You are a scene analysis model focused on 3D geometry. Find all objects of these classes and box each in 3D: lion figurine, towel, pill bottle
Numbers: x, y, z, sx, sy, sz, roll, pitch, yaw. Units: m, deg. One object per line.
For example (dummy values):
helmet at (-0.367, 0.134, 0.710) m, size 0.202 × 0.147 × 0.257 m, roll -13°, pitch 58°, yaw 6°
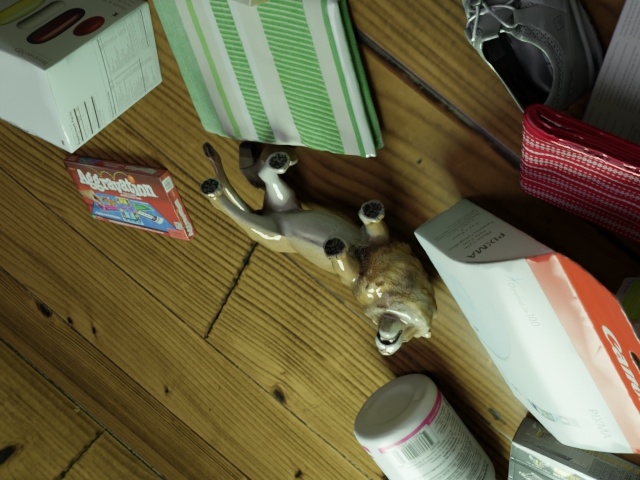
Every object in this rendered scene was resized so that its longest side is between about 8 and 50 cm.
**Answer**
lion figurine at (0.000, 0.000, 1.228) m, size 0.392 × 0.142 × 0.240 m, roll 35°, pitch 168°, yaw 26°
towel at (-0.075, -0.234, 1.128) m, size 0.324 × 0.038 × 0.248 m, roll 13°, pitch 135°, yaw 38°
pill bottle at (0.196, 0.379, 1.422) m, size 0.160 × 0.160 × 0.283 m, roll -14°, pitch 117°, yaw 51°
towel at (0.293, -0.049, 0.846) m, size 0.198 × 0.031 × 0.275 m, roll 28°, pitch 176°, yaw 16°

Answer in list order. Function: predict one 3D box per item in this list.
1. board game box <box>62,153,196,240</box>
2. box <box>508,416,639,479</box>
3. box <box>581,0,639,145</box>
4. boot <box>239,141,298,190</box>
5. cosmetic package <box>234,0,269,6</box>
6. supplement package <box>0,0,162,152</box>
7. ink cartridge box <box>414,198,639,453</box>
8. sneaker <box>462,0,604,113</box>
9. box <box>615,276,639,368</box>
board game box at (-0.364, -0.084, 1.580) m, size 0.281 × 0.027 × 0.145 m, roll 12°, pitch 134°, yaw 37°
box at (0.412, 0.394, 1.319) m, size 0.231 × 0.056 × 0.183 m, roll 20°, pitch 140°, yaw 28°
box at (0.310, -0.201, 0.761) m, size 0.067 × 0.063 × 0.324 m, roll 28°, pitch 143°, yaw 21°
boot at (-0.074, -0.107, 1.265) m, size 0.118 × 0.042 × 0.087 m, roll 18°, pitch 146°, yaw 32°
cosmetic package at (-0.087, -0.342, 0.986) m, size 0.060 × 0.041 × 0.115 m, roll 28°, pitch 127°, yaw 24°
supplement package at (-0.381, -0.272, 1.234) m, size 0.194 × 0.203 × 0.149 m, roll 25°, pitch 142°, yaw 22°
ink cartridge box at (0.272, 0.135, 0.971) m, size 0.308 × 0.091 × 0.385 m, roll 57°, pitch 180°, yaw -20°
sneaker at (0.181, -0.238, 0.799) m, size 0.105 × 0.115 × 0.281 m, roll -15°, pitch 117°, yaw 51°
box at (0.432, 0.109, 0.936) m, size 0.203 × 0.114 × 0.103 m, roll -7°, pitch 122°, yaw 50°
